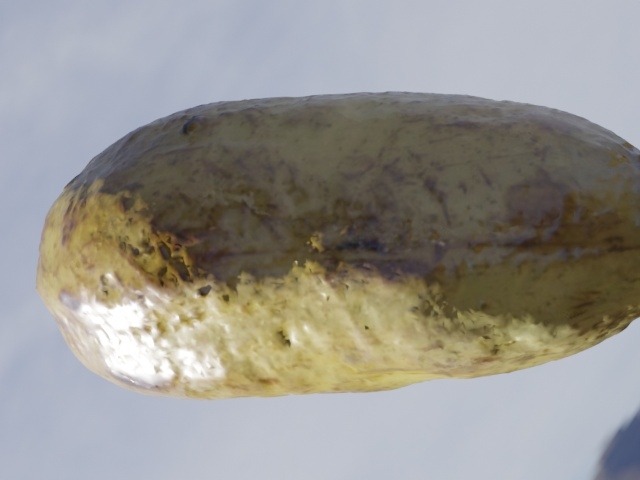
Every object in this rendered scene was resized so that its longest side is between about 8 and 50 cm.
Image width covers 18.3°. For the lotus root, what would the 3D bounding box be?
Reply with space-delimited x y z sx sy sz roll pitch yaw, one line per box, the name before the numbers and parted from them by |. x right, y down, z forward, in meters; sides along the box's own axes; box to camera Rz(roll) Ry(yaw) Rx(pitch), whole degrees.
lotus root | 0.000 0.000 0.707 0.097 0.258 0.110 9 -103 -62
